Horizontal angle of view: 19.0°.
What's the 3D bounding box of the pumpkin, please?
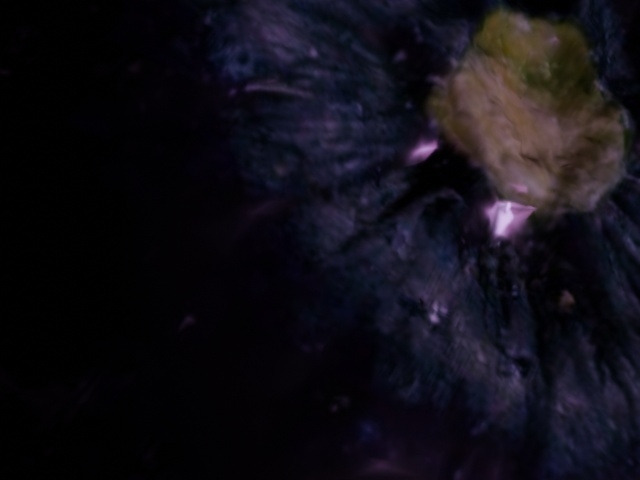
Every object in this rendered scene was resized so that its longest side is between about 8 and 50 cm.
[{"bbox_3d":[0.000,0.000,0.513,0.315,0.315,0.238,-40,180,-24],"label":"pumpkin"}]
